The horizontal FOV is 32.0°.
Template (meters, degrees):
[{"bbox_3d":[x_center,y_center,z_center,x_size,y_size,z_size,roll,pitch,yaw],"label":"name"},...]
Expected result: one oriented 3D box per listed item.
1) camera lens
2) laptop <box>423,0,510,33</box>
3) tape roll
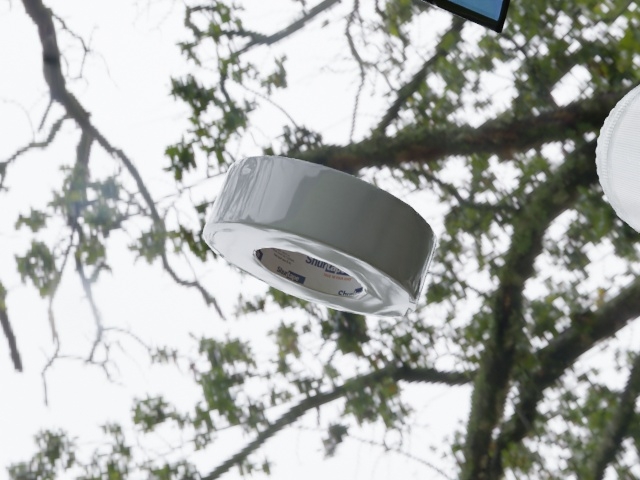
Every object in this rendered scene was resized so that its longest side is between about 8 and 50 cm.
[{"bbox_3d":[0.456,-0.090,1.298,0.219,0.274,0.219,0,-81,-2],"label":"camera lens"},{"bbox_3d":[0.067,-0.340,1.041,0.136,0.234,0.264,-61,-28,2],"label":"laptop"},{"bbox_3d":[0.000,0.000,1.084,0.219,0.219,0.072,30,-110,-33],"label":"tape roll"}]
